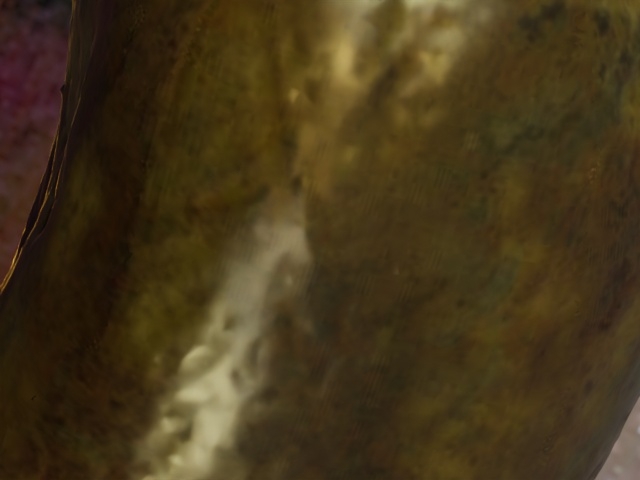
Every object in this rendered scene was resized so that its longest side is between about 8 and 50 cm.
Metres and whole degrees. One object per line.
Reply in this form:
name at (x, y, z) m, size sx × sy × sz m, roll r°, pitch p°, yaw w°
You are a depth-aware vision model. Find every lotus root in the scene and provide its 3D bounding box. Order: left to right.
lotus root at (0.000, 0.000, 0.667) m, size 0.250 × 0.250 × 0.346 m, roll -87°, pitch -166°, yaw -65°
